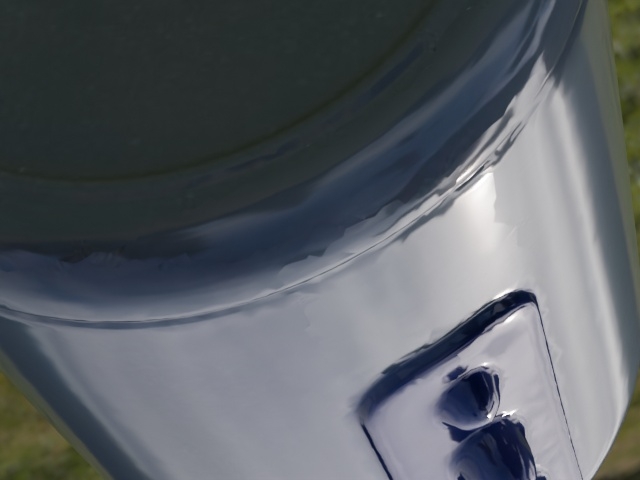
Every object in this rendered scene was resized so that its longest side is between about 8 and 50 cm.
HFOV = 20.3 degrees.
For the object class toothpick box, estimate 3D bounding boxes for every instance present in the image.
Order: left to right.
[{"bbox_3d":[0.000,0.000,0.625,0.263,0.263,0.354,-27,148,-1],"label":"toothpick box"}]
